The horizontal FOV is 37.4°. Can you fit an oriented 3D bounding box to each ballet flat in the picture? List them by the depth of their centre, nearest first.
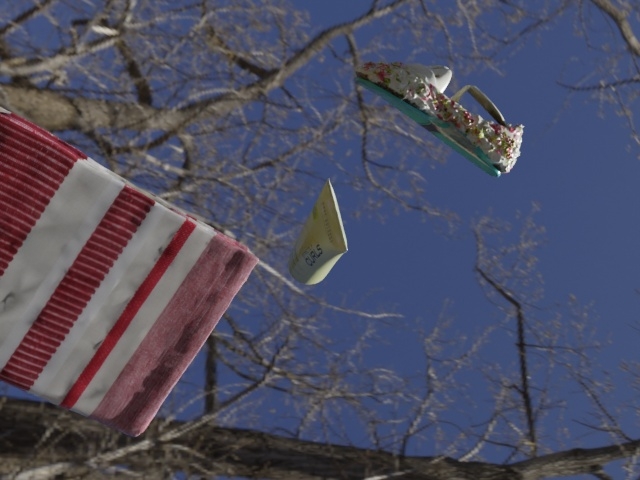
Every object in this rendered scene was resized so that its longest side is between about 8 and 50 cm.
[{"bbox_3d":[0.149,-0.163,1.137,0.077,0.241,0.091,-59,-155,1],"label":"ballet flat"}]

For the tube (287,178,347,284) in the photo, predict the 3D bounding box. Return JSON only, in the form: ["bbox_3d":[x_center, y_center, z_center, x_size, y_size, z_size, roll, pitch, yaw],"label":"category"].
[{"bbox_3d":[0.000,0.000,1.233,0.070,0.240,0.062,36,-108,1],"label":"tube"}]

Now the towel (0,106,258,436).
[{"bbox_3d":[-0.253,0.035,0.907,0.237,0.329,0.037,-55,-153,7],"label":"towel"}]
